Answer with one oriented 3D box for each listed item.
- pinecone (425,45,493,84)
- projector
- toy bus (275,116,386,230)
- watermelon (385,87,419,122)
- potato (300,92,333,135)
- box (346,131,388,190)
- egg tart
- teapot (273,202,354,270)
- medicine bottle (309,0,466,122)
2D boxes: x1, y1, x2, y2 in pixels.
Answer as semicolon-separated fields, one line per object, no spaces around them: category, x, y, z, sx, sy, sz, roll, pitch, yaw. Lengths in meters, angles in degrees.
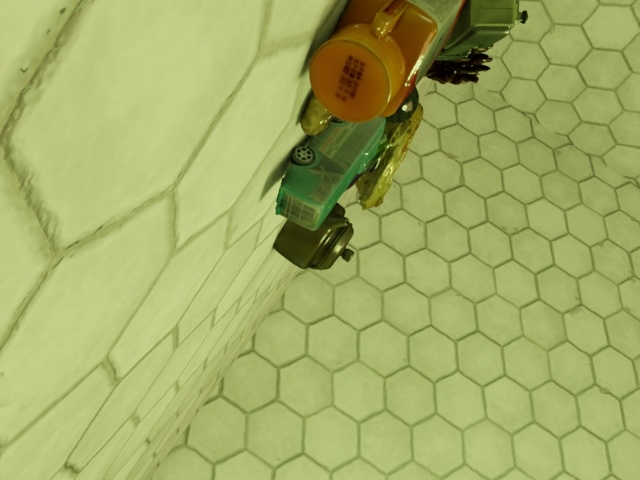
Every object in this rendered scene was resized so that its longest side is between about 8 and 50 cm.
pinecone;0.284;-0.436;1.262;0.207;0.208;0.208;-56;177;-5
projector;0.216;-0.375;0.848;0.269;0.088;0.193;-115;-156;-79
toy bus;0.016;-0.134;0.951;0.261;0.109;0.091;-55;171;-33
watermelon;0.179;-0.323;1.358;0.105;0.105;0.133;-55;156;-16
potato;-0.001;-0.178;0.797;0.051;0.040;0.083;-60;-179;-33
box;0.085;-0.197;1.347;0.134;0.097;0.345;-55;178;18
egg tart;0.174;-0.255;1.664;0.351;0.150;0.352;-62;177;-5
teapot;0.000;0.000;1.419;0.185;0.175;0.267;-51;175;-32
medicine bottle;0.081;-0.242;0.717;0.222;0.112;0.149;-54;174;-41
